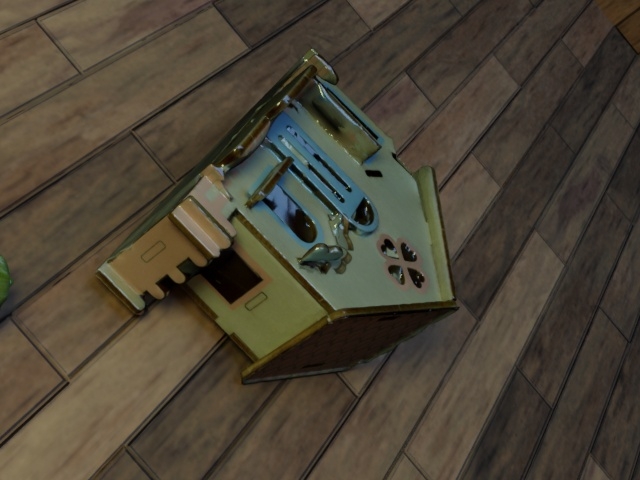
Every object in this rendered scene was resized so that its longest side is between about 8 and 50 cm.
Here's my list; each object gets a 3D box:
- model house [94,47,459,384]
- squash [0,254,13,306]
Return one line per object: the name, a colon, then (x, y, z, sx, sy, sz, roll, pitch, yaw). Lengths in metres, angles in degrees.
model house: (0.000, 0.000, 1.054, 0.244, 0.169, 0.326, 49, 33, -10)
squash: (-0.296, 0.016, 0.769, 0.239, 0.069, 0.069, 12, 51, -45)
